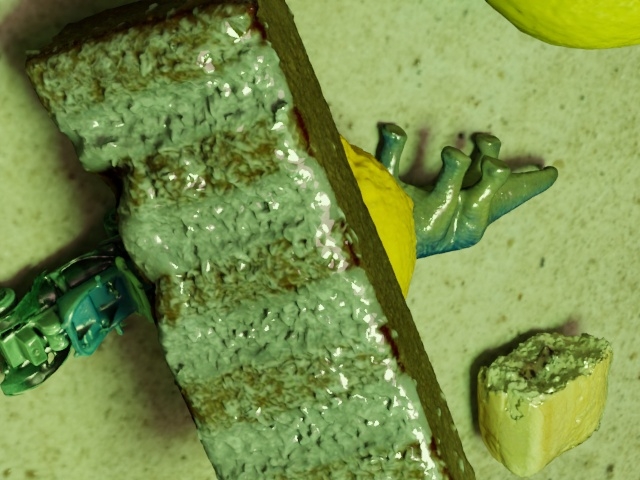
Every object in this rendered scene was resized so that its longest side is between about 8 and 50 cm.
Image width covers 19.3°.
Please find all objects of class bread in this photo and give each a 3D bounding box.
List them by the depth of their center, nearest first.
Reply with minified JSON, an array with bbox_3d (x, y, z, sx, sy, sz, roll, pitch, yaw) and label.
[{"bbox_3d":[-0.035,0.031,1.259,0.165,0.113,0.416,-17,107,20],"label":"bread"},{"bbox_3d":[0.191,0.139,1.644,0.125,0.082,0.106,-27,138,-38],"label":"bread"}]

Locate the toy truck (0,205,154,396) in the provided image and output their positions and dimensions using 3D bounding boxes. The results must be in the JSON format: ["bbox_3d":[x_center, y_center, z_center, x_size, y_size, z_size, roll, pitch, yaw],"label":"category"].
[{"bbox_3d":[-0.162,0.049,1.316,0.154,0.078,0.080,-34,128,-20],"label":"toy truck"}]

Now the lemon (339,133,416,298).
[{"bbox_3d":[0.000,0.000,1.376,0.142,0.142,0.187,-21,123,-29],"label":"lemon"}]

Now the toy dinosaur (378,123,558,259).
[{"bbox_3d":[0.088,0.002,1.515,0.248,0.075,0.188,-2,123,-44],"label":"toy dinosaur"}]

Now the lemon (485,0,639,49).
[{"bbox_3d":[0.195,-0.249,1.345,0.240,0.240,0.219,4,139,-40],"label":"lemon"}]
